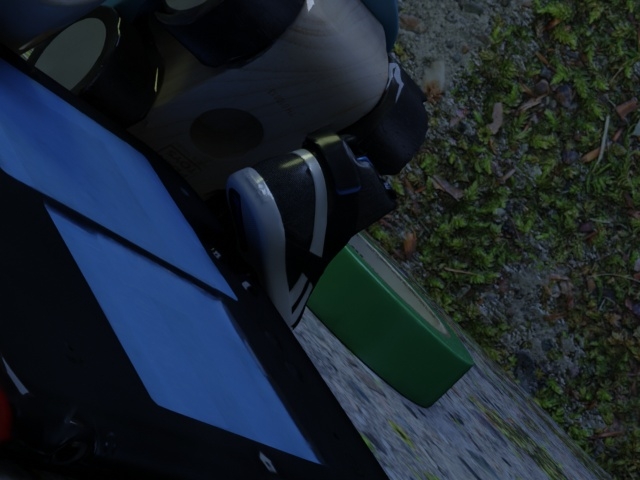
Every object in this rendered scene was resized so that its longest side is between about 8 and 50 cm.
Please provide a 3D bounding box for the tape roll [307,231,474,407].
[{"bbox_3d":[0.045,0.054,1.362,0.321,0.077,0.321,44,6,-6],"label":"tape roll"}]

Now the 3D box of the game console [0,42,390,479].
[{"bbox_3d":[-0.113,0.011,0.638,0.342,0.060,0.386,49,7,32],"label":"game console"}]

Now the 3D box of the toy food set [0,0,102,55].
[{"bbox_3d":[-0.259,-0.237,0.680,0.306,0.092,0.220,46,-21,-21],"label":"toy food set"}]

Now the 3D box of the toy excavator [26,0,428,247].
[{"bbox_3d":[-0.135,-0.211,1.032,0.222,0.433,0.445,40,36,-39],"label":"toy excavator"}]

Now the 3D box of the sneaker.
[{"bbox_3d":[0.000,0.000,0.864,0.079,0.121,0.217,58,-16,23],"label":"sneaker"}]
